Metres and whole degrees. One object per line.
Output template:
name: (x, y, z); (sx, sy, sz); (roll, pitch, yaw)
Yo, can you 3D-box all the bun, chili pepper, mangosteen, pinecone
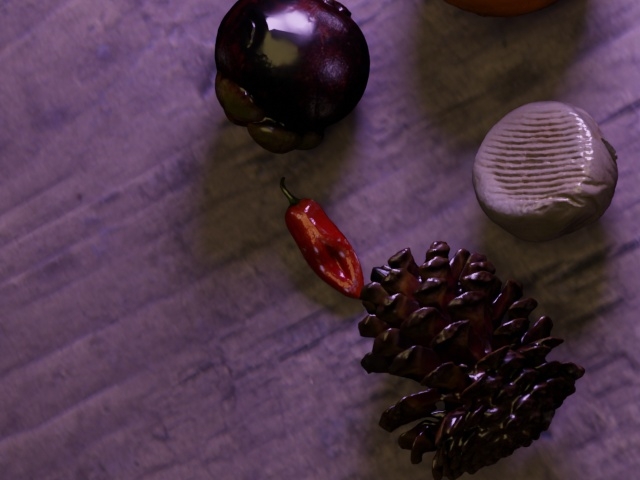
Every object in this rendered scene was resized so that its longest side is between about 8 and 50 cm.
bun: (0.274, -0.075, 1.822); (0.173, 0.113, 0.167); (37, 94, 40)
chili pepper: (-0.001, 0.000, 1.942); (0.059, 0.050, 0.191); (-36, 84, -3)
mangosteen: (-0.040, -0.215, 1.895); (0.209, 0.210, 0.210); (-1, 87, 18)
pinecone: (0.154, 0.132, 1.798); (0.246, 0.246, 0.292); (-42, 56, 12)

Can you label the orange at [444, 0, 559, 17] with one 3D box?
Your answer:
orange: (0.211, -0.379, 1.808); (0.240, 0.240, 0.240); (-1, 87, 18)
